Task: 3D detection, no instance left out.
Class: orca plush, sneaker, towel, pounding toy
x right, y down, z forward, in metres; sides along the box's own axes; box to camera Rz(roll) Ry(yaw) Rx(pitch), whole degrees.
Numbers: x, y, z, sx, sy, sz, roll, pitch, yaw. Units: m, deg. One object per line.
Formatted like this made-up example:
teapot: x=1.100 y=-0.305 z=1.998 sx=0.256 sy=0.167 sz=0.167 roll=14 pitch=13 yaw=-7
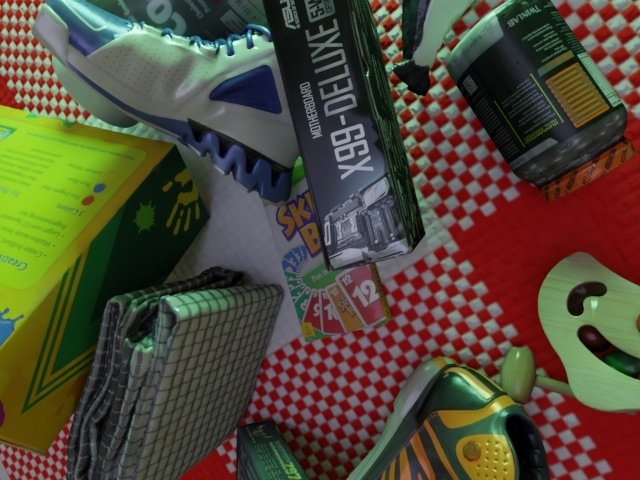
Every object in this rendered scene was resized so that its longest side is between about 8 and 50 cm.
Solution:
orca plush: x=0.156 y=-0.316 z=0.507 sx=0.151 sy=0.102 sz=0.287 roll=6 pitch=113 yaw=-25
sneaker: x=-0.125 y=-0.195 z=0.509 sx=0.315 sy=0.127 sz=0.182 roll=32 pitch=96 yaw=-26
sneaker: x=0.125 y=0.304 z=0.476 sx=0.180 sy=0.124 sz=0.321 roll=26 pitch=93 yaw=53
towel: x=-0.189 y=0.177 z=0.583 sx=0.121 sy=0.235 sz=0.284 roll=22 pitch=102 yaw=23
pounding toy: x=0.329 y=0.102 z=0.460 sx=0.269 sy=0.154 sz=0.154 roll=-8 pitch=67 yaw=37

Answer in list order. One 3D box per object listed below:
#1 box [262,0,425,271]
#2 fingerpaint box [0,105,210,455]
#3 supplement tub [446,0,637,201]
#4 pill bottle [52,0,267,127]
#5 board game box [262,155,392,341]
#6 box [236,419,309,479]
box: x=0.036 y=-0.138 z=0.463 sx=0.076 sy=0.242 sz=0.308 roll=-14 pitch=91 yaw=16
fingerpaint box: x=-0.445 y=0.007 z=0.596 sx=0.444 sy=0.163 sz=0.371 roll=14 pitch=56 yaw=18
supplement tub: x=0.229 y=-0.144 z=0.460 sx=0.117 sy=0.117 sz=0.190 roll=-32 pitch=84 yaw=20
pill bottle: x=-0.208 y=-0.286 z=0.583 sx=0.283 sy=0.161 sz=0.161 roll=-32 pitch=84 yaw=20
board game box: x=0.000 y=0.000 z=0.603 sx=0.124 sy=0.039 sz=0.260 roll=-18 pitch=86 yaw=21
box: x=-0.056 y=0.377 z=0.568 sx=0.232 sy=0.059 sz=0.184 roll=-165 pitch=75 yaw=-64
